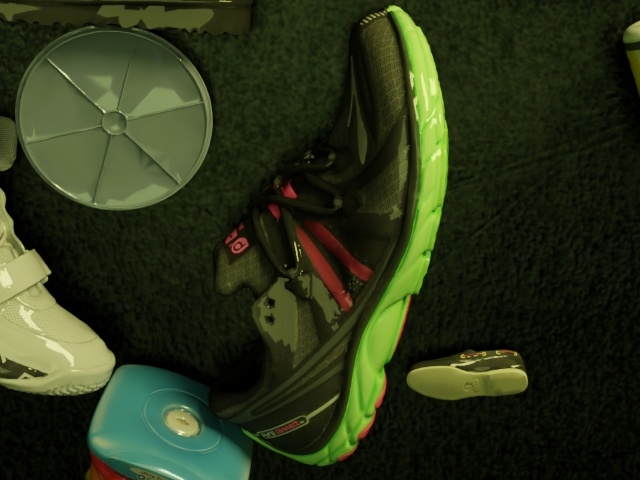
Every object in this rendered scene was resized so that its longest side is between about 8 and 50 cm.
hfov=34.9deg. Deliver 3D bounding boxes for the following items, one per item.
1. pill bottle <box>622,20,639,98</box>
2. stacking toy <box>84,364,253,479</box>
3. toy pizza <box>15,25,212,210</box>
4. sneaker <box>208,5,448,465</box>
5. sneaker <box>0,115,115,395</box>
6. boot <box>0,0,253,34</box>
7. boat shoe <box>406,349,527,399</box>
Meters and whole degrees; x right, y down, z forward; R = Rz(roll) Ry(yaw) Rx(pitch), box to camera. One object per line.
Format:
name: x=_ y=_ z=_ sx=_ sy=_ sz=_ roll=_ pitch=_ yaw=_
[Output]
pill bottle: x=0.380 y=-0.142 z=1.028 sx=0.103 sy=0.103 sz=0.184 roll=-20 pitch=101 yaw=5
stacking toy: x=-0.210 y=0.304 z=1.124 sx=0.175 sy=0.166 sz=0.302 roll=26 pitch=116 yaw=-9
toy pizza: x=-0.213 y=-0.127 z=1.059 sx=0.201 sy=0.032 sz=0.201 roll=-3 pitch=115 yaw=-6
sneaker: x=0.000 y=0.000 z=1.021 sx=0.202 sy=0.185 sz=0.483 roll=14 pitch=101 yaw=-7
sneaker: x=-0.344 y=-0.002 z=1.043 sx=0.365 sy=0.137 sz=0.210 roll=32 pitch=104 yaw=-3
boot: x=-0.213 y=-0.342 z=0.967 sx=0.347 sy=0.131 sz=0.260 roll=2 pitch=110 yaw=-11
boat shoe: x=0.161 y=0.146 z=1.127 sx=0.132 sy=0.042 sz=0.049 roll=-2 pitch=128 yaw=1
